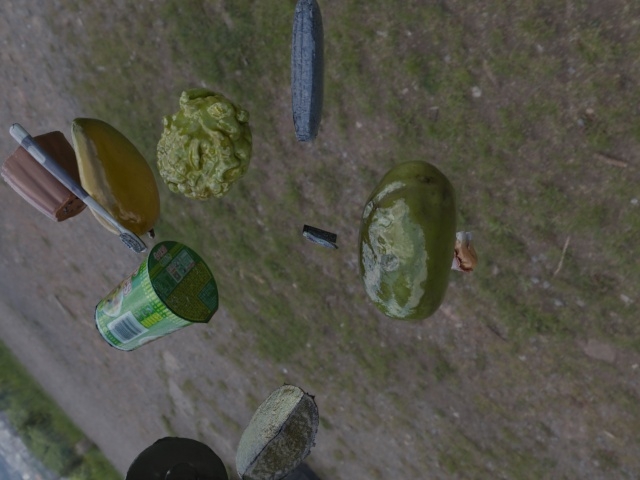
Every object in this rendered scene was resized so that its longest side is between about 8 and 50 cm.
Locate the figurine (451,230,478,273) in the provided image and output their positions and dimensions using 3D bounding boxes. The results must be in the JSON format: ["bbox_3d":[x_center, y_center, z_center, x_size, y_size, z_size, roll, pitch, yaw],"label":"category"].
[{"bbox_3d":[0.257,0.055,1.433,0.195,0.112,0.102,-24,71,34],"label":"figurine"}]

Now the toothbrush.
[{"bbox_3d":[-0.377,-0.079,0.984,0.288,0.024,0.026,44,-172,3],"label":"toothbrush"}]

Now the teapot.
[{"bbox_3d":[-0.281,0.532,1.152,0.337,0.201,0.270,117,147,-40],"label":"teapot"}]

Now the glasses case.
[{"bbox_3d":[-0.025,-0.339,1.281,0.067,0.109,0.282,5,103,9],"label":"glasses case"}]

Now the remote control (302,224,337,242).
[{"bbox_3d":[-0.003,-0.015,1.635,0.091,0.034,0.016,17,144,-11],"label":"remote control"}]

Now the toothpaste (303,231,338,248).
[{"bbox_3d":[0.000,0.000,1.338,0.083,0.027,0.019,24,94,21],"label":"toothpaste"}]

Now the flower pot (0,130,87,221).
[{"bbox_3d":[-0.669,-0.149,1.609,0.173,0.191,0.190,49,147,3],"label":"flower pot"}]

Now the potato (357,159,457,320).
[{"bbox_3d":[0.131,0.003,0.965,0.149,0.197,0.228,14,141,14],"label":"potato"}]

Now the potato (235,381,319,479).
[{"bbox_3d":[-0.085,0.423,1.402,0.138,0.243,0.098,37,-179,-40],"label":"potato"}]

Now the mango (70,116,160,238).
[{"bbox_3d":[-0.448,-0.130,1.405,0.119,0.176,0.316,-5,121,32],"label":"mango"}]

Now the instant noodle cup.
[{"bbox_3d":[-0.382,0.145,1.450,0.233,0.207,0.207,-32,95,25],"label":"instant noodle cup"}]

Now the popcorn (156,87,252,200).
[{"bbox_3d":[-0.232,-0.197,1.280,0.216,0.181,0.235,-102,30,-52],"label":"popcorn"}]
